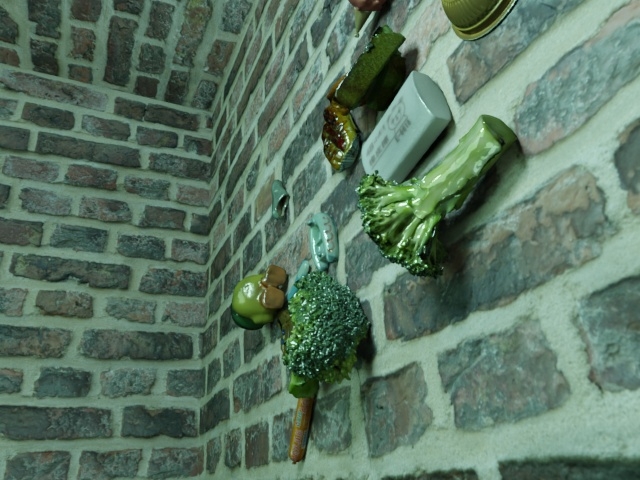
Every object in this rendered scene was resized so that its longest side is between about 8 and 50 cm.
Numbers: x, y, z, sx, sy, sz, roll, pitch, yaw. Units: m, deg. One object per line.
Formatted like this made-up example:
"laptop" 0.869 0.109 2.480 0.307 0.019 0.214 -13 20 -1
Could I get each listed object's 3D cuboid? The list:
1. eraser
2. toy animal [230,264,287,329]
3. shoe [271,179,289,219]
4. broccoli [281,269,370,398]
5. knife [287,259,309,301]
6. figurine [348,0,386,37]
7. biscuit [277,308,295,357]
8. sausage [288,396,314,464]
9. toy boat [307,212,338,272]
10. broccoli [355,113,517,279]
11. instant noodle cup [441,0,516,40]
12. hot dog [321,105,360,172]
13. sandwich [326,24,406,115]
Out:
"eraser" 0.209 -0.269 1.304 0.270 0.095 0.174 124 143 -46
"toy animal" -0.269 0.244 2.083 0.338 0.191 0.216 131 145 -52
"shoe" -0.160 -0.178 2.154 0.078 0.079 0.195 -15 54 27
"broccoli" -0.017 0.313 1.441 0.397 0.275 0.353 -67 -17 8
"knife" -0.081 0.156 1.892 0.222 0.031 0.064 115 148 -41
"figurine" 0.165 -0.802 1.521 0.207 0.166 0.386 -52 -20 -65
"biscuit" -0.108 0.353 1.875 0.183 0.047 0.319 -68 26 22
"sausage" -0.056 0.567 1.668 0.053 0.053 0.347 -161 80 -66
"toy boat" 0.000 0.000 1.706 0.134 0.079 0.207 129 140 -54
"broccoli" 0.236 -0.116 1.086 0.361 0.221 0.252 -62 35 16
"instant noodle cup" 0.338 -0.591 1.121 0.274 0.091 0.274 -171 90 -66
"hot dog" 0.057 -0.339 1.685 0.270 0.082 0.162 -108 34 -44
"sandwich" 0.132 -0.436 1.465 0.250 0.162 0.301 -54 9 -8
